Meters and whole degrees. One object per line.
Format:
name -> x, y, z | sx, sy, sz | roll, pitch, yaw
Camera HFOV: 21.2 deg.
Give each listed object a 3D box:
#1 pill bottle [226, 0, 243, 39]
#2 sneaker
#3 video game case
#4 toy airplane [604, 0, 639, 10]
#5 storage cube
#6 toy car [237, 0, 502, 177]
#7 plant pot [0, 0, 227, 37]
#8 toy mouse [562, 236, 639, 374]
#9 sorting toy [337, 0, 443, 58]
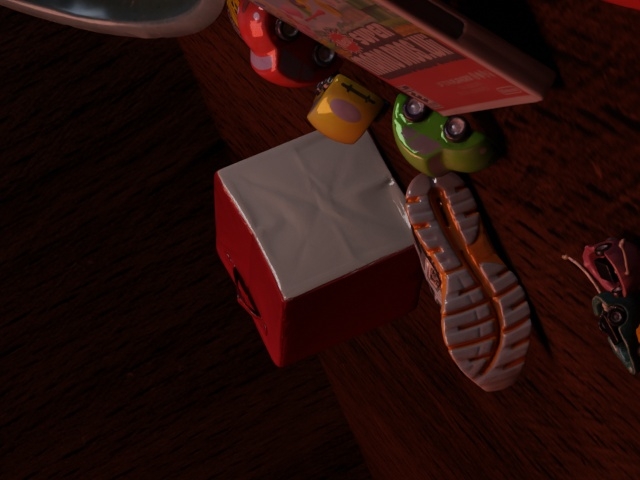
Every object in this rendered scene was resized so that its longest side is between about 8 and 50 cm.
pill bottle -> -0.027, -0.247, 1.602 | 0.117, 0.117, 0.215 | 64, 173, 3
sneaker -> 0.138, 0.036, 1.598 | 0.083, 0.084, 0.215 | 134, 119, -86
video game case -> 0.011, -0.173, 1.224 | 0.285, 0.025, 0.204 | 30, 173, -14
toy airplane -> 0.003, -0.277, 0.596 | 0.386, 0.272, 0.384 | 64, 179, -28
storage cube -> 0.000, 0.000, 1.956 | 0.183, 0.215, 0.193 | 62, 166, 22
toy car -> 0.047, -0.106, 1.436 | 0.225, 0.053, 0.239 | 29, 176, 26
plant pot -> -0.133, -0.331, 0.858 | 0.341, 0.334, 0.341 | 23, 166, 6
toy mouse -> 0.216, 0.042, 1.200 | 0.143, 0.031, 0.161 | 54, 168, 54
sorting toy -> 0.036, -0.247, 1.341 | 0.365, 0.127, 0.126 | 91, -178, -81
